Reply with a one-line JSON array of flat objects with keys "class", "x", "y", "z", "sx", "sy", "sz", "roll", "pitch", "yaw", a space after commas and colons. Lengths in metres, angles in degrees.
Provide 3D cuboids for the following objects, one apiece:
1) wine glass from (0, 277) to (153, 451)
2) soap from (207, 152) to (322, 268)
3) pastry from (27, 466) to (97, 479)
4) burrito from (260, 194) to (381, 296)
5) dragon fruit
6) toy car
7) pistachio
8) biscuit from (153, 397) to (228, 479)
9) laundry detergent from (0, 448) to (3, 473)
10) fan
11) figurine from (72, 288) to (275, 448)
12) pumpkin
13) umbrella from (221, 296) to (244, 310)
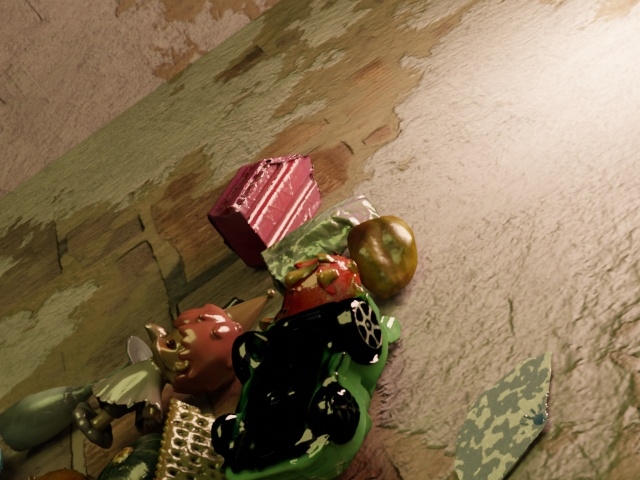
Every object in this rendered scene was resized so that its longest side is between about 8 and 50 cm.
[{"class": "wine glass", "x": -0.457, "y": 0.245, "z": 2.023, "sx": 0.309, "sy": 0.096, "sz": 0.264, "roll": -29, "pitch": 29, "yaw": 14}, {"class": "soap", "x": -0.094, "y": -0.077, "z": 2.066, "sx": 0.099, "sy": 0.162, "sz": 0.250, "roll": -17, "pitch": 30, "yaw": 43}, {"class": "pastry", "x": -0.439, "y": 0.458, "z": 1.659, "sx": 0.218, "sy": 0.100, "sz": 0.229, "roll": -4, "pitch": 45, "yaw": 52}, {"class": "burrito", "x": 0.000, "y": 0.000, "z": 1.911, "sx": 0.229, "sy": 0.089, "sz": 0.144, "roll": -37, "pitch": 30, "yaw": 3}, {"class": "dragon fruit", "x": -0.013, "y": 0.101, "z": 1.718, "sx": 0.207, "sy": 0.150, "sz": 0.133, "roll": -30, "pitch": 59, "yaw": 21}, {"class": "toy car", "x": -0.006, "y": 0.212, "z": 1.491, "sx": 0.213, "sy": 0.176, "sz": 0.359, "roll": -21, "pitch": 34, "yaw": 27}, {"class": "pistachio", "x": 0.106, "y": 0.014, "z": 1.745, "sx": 0.110, "sy": 0.100, "sz": 0.189, "roll": -32, "pitch": 25, "yaw": 17}, {"class": "biscuit", "x": -0.169, "y": 0.325, "z": 1.536, "sx": 0.203, "sy": 0.144, "sz": 0.016, "roll": -85, "pitch": 20, "yaw": -55}, {"class": "laundry detergent", "x": -0.750, "y": 0.412, "z": 1.885, "sx": 0.287, "sy": 0.287, "sz": 0.305, "roll": -1, "pitch": 43, "yaw": 48}, {"class": "fan", "x": 0.237, "y": 0.231, "z": 1.347, "sx": 0.131, "sy": 0.009, "sz": 0.240, "roll": -7, "pitch": 39, "yaw": 44}, {"class": "figurine", "x": -0.236, "y": 0.200, "z": 1.764, "sx": 0.387, "sy": 0.166, "sz": 0.207, "roll": -38, "pitch": 6, "yaw": 0}, {"class": "pumpkin", "x": -0.264, "y": 0.366, "z": 1.577, "sx": 0.167, "sy": 0.125, "sz": 0.167, "roll": -23, "pitch": 16, "yaw": 7}, {"class": "umbrella", "x": -0.193, "y": 0.155, "z": 1.942, "sx": 0.133, "sy": 0.031, "sz": 0.036, "roll": -43, "pitch": 2, "yaw": -13}]
